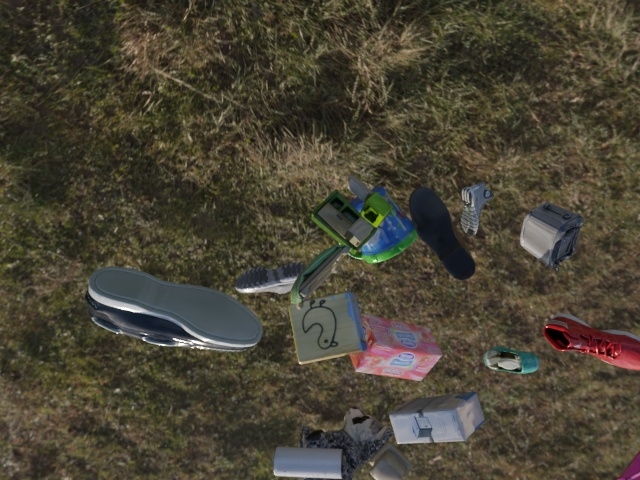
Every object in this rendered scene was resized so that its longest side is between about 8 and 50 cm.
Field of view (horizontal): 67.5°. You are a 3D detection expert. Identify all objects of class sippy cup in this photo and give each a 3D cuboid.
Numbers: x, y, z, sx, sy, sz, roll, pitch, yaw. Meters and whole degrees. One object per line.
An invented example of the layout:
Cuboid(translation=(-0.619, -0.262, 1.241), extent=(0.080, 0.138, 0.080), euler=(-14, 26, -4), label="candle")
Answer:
Cuboid(translation=(0.215, -0.071, 1.789), extent=(0.305, 0.240, 0.224), euler=(-35, 104, -13), label="sippy cup")

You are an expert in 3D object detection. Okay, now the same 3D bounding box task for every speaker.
Cuboid(translation=(-0.022, 0.440, 0.949), extent=(0.136, 0.055, 0.055), euler=(-2, 123, 8), label="speaker")

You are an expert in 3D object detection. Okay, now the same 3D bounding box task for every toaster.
Cuboid(translation=(0.767, -0.018, 1.603), extent=(0.129, 0.146, 0.227), euler=(-27, 134, -17), label="toaster")

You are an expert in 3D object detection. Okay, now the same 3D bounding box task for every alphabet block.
Cuboid(translation=(0.027, 0.275, 1.510), extent=(0.197, 0.193, 0.193), euler=(-14, 164, 8), label="alphabet block")

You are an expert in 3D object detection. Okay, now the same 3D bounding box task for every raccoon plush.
Cuboid(translation=(0.082, 0.767, 1.526), extent=(0.299, 0.216, 0.447), euler=(4, 76, -9), label="raccoon plush")

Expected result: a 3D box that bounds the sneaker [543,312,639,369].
Cuboid(translation=(0.591, 0.233, 1.032), extent=(0.128, 0.221, 0.087), euler=(-9, 108, -45), label="sneaker")

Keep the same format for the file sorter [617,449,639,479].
Cuboid(translation=(0.891, 0.583, 1.074), extent=(0.202, 0.291, 0.182), euler=(-20, 146, -34), label="file sorter")

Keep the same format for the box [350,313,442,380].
Cuboid(translation=(0.263, 0.386, 1.718), extent=(0.299, 0.142, 0.154), euler=(16, 120, -27), label="box")

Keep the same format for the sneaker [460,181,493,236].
Cuboid(translation=(0.617, -0.126, 1.850), extent=(0.132, 0.086, 0.229), euler=(-28, 132, -14), label="sneaker")

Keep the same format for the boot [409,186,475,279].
Cuboid(translation=(0.367, -0.025, 1.452), extent=(0.112, 0.115, 0.305), euler=(-31, 85, 22), label="boot")

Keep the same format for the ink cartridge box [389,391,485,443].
Cuboid(translation=(0.294, 0.448, 1.211), extent=(0.190, 0.082, 0.139), euler=(-24, 168, 38), label="ink cartridge box")

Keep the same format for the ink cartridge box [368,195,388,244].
Cuboid(translation=(0.166, -0.066, 1.477), extent=(0.056, 0.099, 0.135), euler=(15, 108, 3), label="ink cartridge box")

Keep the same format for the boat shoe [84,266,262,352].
Cuboid(translation=(-0.254, 0.135, 0.841), extent=(0.302, 0.114, 0.091), euler=(22, 124, -5), label="boat shoe")

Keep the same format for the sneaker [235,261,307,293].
Cuboid(translation=(-0.178, 0.166, 1.778), extent=(0.281, 0.105, 0.115), euler=(-7, 132, 8), label="sneaker")

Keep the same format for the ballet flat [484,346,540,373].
Cuboid(translation=(0.623, 0.406, 1.630), extent=(0.087, 0.247, 0.083), euler=(1, 80, -24), label="ballet flat")

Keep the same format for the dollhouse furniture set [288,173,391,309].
Cuboid(translation=(0.000, 0.000, 1.133), extent=(0.151, 0.197, 0.301), euler=(43, 73, 8), label="dollhouse furniture set")

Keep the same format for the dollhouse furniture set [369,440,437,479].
Cuboid(translation=(0.157, 0.499, 0.730), extent=(0.355, 0.173, 0.303), euler=(43, 111, 13), label="dollhouse furniture set")
